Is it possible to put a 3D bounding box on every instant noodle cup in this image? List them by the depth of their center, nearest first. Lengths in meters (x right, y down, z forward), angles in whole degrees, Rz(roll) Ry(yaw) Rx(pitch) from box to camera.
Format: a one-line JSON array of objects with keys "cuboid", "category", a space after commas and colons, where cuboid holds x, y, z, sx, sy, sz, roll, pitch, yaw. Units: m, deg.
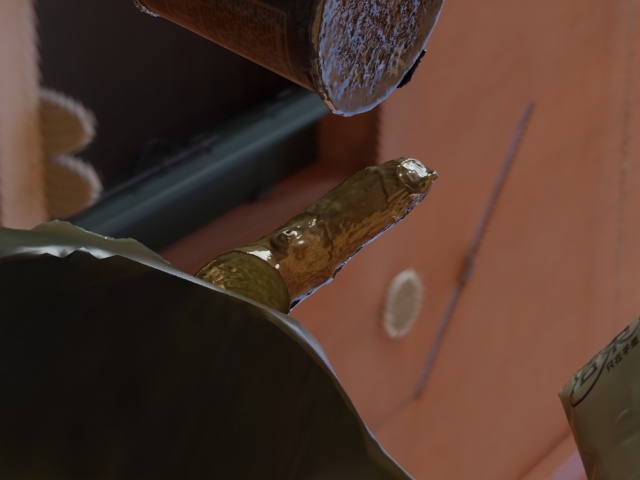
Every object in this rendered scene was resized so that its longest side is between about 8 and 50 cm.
[{"cuboid": [-0.028, -0.231, 1.579, 0.207, 0.217, 0.217, 23, -57, 24], "category": "instant noodle cup"}]

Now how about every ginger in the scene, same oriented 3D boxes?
[{"cuboid": [-0.002, 0.002, 1.004, 0.044, 0.137, 0.057, 41, -25, 39], "category": "ginger"}]

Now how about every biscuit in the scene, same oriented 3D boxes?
[{"cuboid": [-0.047, 0.121, 0.689, 0.078, 0.335, 0.329, 143, -64, -67], "category": "biscuit"}]

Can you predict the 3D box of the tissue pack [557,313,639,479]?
[{"cuboid": [0.416, 0.129, 1.638, 0.205, 0.332, 0.405, 36, -69, -21], "category": "tissue pack"}]
